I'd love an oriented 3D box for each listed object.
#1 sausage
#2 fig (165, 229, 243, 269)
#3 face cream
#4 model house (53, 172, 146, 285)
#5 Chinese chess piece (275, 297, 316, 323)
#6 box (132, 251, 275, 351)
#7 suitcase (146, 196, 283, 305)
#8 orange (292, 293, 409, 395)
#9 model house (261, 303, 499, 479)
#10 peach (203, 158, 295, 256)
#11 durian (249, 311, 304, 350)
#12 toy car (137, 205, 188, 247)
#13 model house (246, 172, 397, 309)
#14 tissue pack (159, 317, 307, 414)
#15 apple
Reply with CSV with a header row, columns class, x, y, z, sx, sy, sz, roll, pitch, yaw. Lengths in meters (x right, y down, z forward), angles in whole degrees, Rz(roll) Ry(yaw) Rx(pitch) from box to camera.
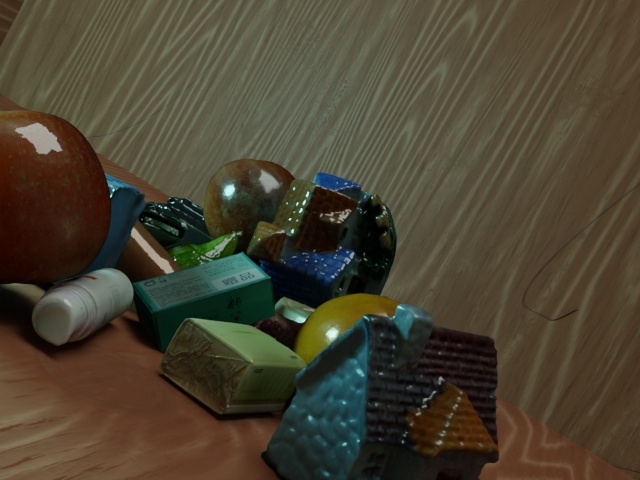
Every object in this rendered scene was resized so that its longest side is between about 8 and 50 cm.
class,x,y,z,sx,sy,sz,roll,pitch,yaw
sausage,-0.400,0.029,2.024,0.304,0.121,0.121,46,8,10
fig,-0.275,0.057,2.156,0.203,0.235,0.203,33,6,-4
face cream,-0.404,0.110,1.634,0.102,0.102,0.345,29,3,1
model house,-0.530,-0.057,1.858,0.303,0.237,0.215,28,3,1
Chinese chess piece,0.038,0.236,2.287,0.338,0.141,0.338,12,7,-1
box,-0.230,0.117,1.890,0.244,0.092,0.153,-16,27,-21
suitcase,-0.258,0.058,2.450,0.433,0.194,0.283,30,8,2
orange,0.092,0.252,1.888,0.312,0.312,0.312,29,5,-3
model house,0.163,0.278,1.537,0.360,0.339,0.297,14,13,-40
peach,-0.152,-0.069,2.286,0.252,0.252,0.252,29,5,-3
durian,-0.086,0.243,1.998,0.260,0.154,0.187,30,25,-31
toy car,-0.440,-0.010,2.220,0.141,0.097,0.320,26,-23,-33
model house,0.000,0.000,2.048,0.251,0.295,0.329,23,-2,23
tissue pack,-0.152,0.227,1.733,0.159,0.125,0.234,31,5,25
apple,-0.517,-0.073,1.558,0.348,0.277,0.348,2,2,0
